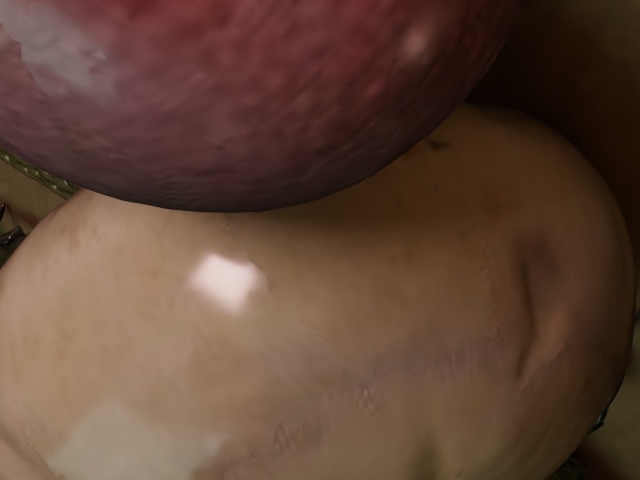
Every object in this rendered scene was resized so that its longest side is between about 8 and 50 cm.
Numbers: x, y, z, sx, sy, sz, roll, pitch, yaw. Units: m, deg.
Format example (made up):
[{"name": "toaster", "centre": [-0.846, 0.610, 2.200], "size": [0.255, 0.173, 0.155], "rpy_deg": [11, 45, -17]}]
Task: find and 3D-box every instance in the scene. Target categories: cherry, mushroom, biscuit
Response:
[{"name": "cherry", "centre": [-0.060, -0.135, 0.512], "size": [0.261, 0.221, 0.307], "rpy_deg": [50, 178, -17]}, {"name": "mushroom", "centre": [-0.040, 0.040, 0.705], "size": [0.356, 0.315, 0.315], "rpy_deg": [19, 162, -4]}, {"name": "biscuit", "centre": [-0.267, -0.091, 1.316], "size": [0.203, 0.016, 0.144], "rpy_deg": [32, 161, 17]}]

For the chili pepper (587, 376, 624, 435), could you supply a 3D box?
[{"name": "chili pepper", "centre": [0.090, 0.061, 0.927], "size": [0.216, 0.062, 0.108], "rpy_deg": [9, 139, 58]}]

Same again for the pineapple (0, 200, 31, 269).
[{"name": "pineapple", "centre": [-0.377, -0.006, 1.587], "size": [0.277, 0.130, 0.119], "rpy_deg": [31, 131, 29]}]

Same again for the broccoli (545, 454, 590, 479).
[{"name": "broccoli", "centre": [0.134, 0.219, 1.048], "size": [0.194, 0.194, 0.220], "rpy_deg": [40, -165, -3]}]
